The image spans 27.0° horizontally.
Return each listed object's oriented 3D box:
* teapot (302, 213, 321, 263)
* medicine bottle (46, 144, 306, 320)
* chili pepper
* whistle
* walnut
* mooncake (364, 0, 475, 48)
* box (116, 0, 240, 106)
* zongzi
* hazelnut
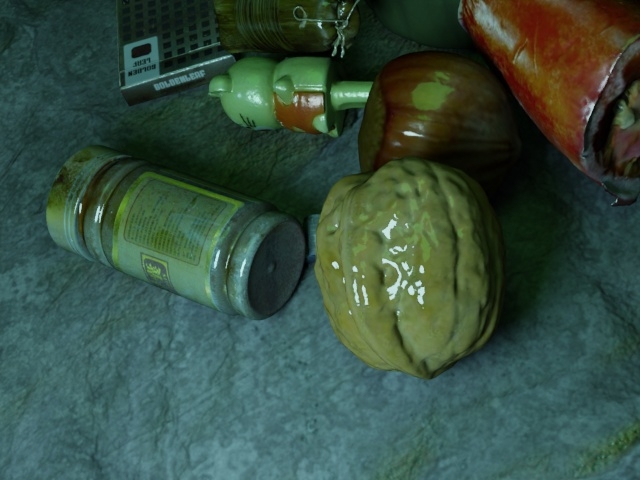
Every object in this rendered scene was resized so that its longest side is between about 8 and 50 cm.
[{"bbox_3d":[0.000,0.000,1.715,0.088,0.066,0.057,-8,69,41],"label":"teapot"},{"bbox_3d":[-0.186,-0.011,1.722,0.322,0.151,0.151,19,64,29],"label":"medicine bottle"},{"bbox_3d":[0.336,-0.227,1.640,0.229,0.251,0.305,-51,43,21],"label":"chili pepper"},{"bbox_3d":[-0.021,-0.198,1.824,0.288,0.131,0.106,5,87,18],"label":"whistle"},{"bbox_3d":[0.107,0.035,1.549,0.224,0.257,0.257,-16,47,40],"label":"walnut"},{"bbox_3d":[0.209,-0.437,1.874,0.351,0.187,0.351,-8,53,11],"label":"mooncake"},{"bbox_3d":[-0.224,-0.357,2.049,0.180,0.047,0.325,-15,53,8],"label":"box"},{"bbox_3d":[0.015,-0.322,1.834,0.241,0.111,0.248,-24,22,-39],"label":"zongzi"},{"bbox_3d":[0.147,-0.137,1.694,0.210,0.210,0.186,-35,21,-8],"label":"hazelnut"}]
